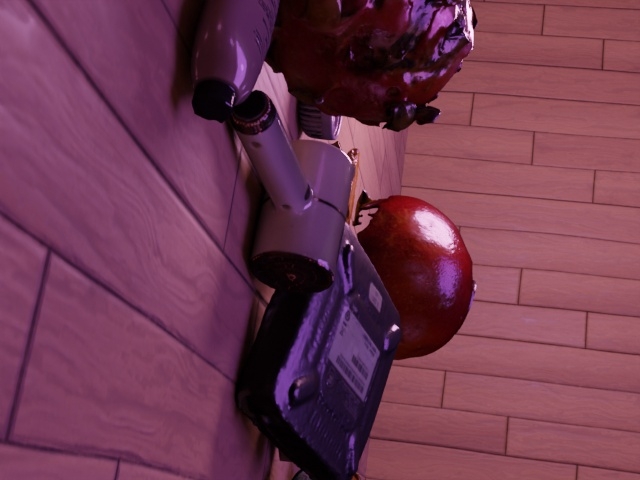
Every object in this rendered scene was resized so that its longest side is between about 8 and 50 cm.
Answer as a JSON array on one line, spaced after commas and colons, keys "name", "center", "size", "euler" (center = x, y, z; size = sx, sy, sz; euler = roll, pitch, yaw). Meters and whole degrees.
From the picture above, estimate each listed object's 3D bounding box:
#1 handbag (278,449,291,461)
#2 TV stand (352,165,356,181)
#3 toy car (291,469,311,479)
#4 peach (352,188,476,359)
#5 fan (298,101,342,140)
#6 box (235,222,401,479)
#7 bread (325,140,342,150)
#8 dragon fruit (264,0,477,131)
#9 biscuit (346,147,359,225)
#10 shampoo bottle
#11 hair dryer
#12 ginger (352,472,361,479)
[{"name": "handbag", "center": [-0.037, 0.304, 1.695], "size": [0.173, 0.095, 0.117], "euler": [89, 6, -52]}, {"name": "TV stand", "center": [0.031, -0.126, 1.987], "size": [0.256, 0.049, 0.040], "euler": [-49, 145, -76]}, {"name": "toy car", "center": [-0.040, 0.539, 1.713], "size": [0.136, 0.125, 0.306], "euler": [8, 85, -77]}, {"name": "peach", "center": [0.184, 0.092, 2.167], "size": [0.406, 0.310, 0.335], "euler": [103, 7, -52]}, {"name": "fan", "center": [0.011, -0.295, 1.677], "size": [0.130, 0.074, 0.244], "euler": [-14, 109, -80]}, {"name": "box", "center": [0.017, 0.184, 1.566], "size": [0.359, 0.091, 0.350], "euler": [57, 47, -48]}, {"name": "bread", "center": [-0.001, -0.087, 1.689], "size": [0.125, 0.086, 0.156], "euler": [85, 15, -54]}, {"name": "dragon fruit", "center": [0.024, -0.324, 1.257], "size": [0.296, 0.314, 0.263], "euler": [-61, 152, -2]}, {"name": "biscuit", "center": [0.056, -0.090, 2.204], "size": [0.144, 0.033, 0.224], "euler": [66, 34, -79]}, {"name": "shampoo bottle", "center": [-0.091, -0.234, 1.059], "size": [0.127, 0.078, 0.257], "euler": [91, 6, -55]}, {"name": "hair dryer", "center": [-0.052, -0.093, 1.333], "size": [0.362, 0.128, 0.203], "euler": [66, 31, -57]}, {"name": "ginger", "center": [0.008, 0.651, 1.937], "size": [0.254, 0.176, 0.418], "euler": [-78, 176, -68]}]
